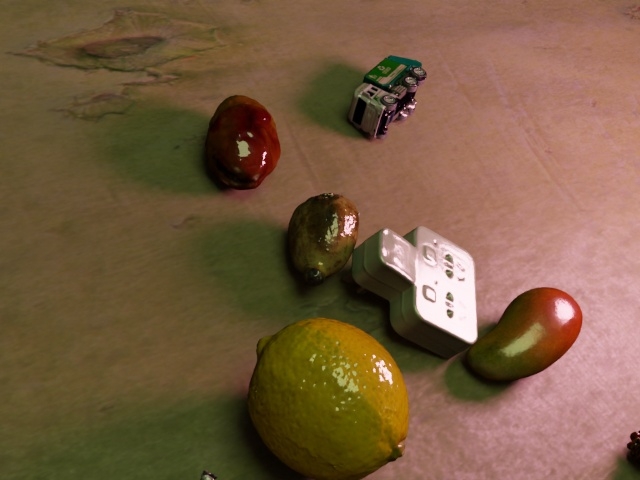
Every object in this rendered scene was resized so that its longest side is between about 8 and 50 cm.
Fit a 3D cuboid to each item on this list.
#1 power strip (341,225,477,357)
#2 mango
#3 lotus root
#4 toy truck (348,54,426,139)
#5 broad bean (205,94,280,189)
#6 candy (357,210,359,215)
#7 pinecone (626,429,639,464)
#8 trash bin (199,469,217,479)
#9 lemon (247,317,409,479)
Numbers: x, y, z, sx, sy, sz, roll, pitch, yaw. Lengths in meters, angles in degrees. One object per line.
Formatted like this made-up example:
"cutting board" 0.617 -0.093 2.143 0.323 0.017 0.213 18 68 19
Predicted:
"power strip" 0.172 0.091 1.726 0.261 0.141 0.230 28 45 -25
"mango" 0.419 0.190 1.759 0.146 0.129 0.289 45 56 9
"lotus root" 0.000 0.000 1.687 0.138 0.138 0.214 23 55 -10
"toy truck" 0.160 -0.342 2.063 0.124 0.114 0.253 30 45 16
"broad bean" -0.152 -0.202 1.773 0.156 0.122 0.229 19 51 -10
"candy" 0.052 -0.046 1.823 0.083 0.020 0.030 -23 67 -41
"pinecone" 0.656 0.405 1.736 0.102 0.102 0.109 44 13 11
"trash bin" -0.312 0.438 1.104 0.367 0.256 0.296 11 51 -9
"lemon" 0.011 0.254 1.410 0.267 0.267 0.267 14 49 -17
